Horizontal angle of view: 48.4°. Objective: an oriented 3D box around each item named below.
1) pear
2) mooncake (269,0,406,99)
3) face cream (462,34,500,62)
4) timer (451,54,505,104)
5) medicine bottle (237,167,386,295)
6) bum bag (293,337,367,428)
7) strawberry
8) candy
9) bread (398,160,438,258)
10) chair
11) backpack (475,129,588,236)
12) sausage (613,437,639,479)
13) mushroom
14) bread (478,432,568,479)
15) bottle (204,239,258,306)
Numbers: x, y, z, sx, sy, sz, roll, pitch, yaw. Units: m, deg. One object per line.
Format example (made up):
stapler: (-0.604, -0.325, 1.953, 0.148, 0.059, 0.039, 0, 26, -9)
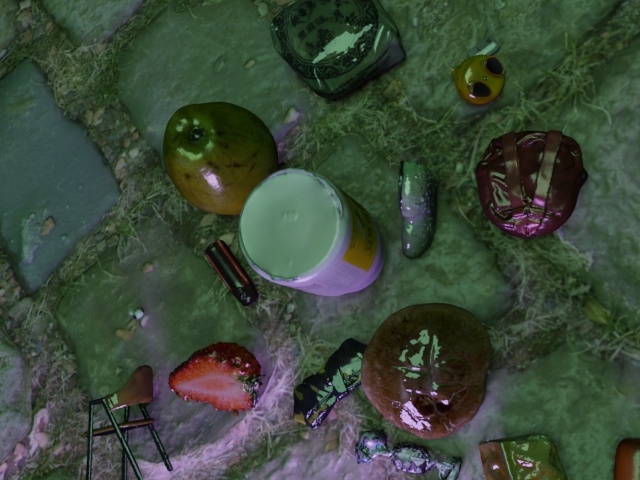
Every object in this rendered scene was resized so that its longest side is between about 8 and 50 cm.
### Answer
pear: (-0.221, -0.183, 1.562, 0.252, 0.307, 0.253, -4, 73, 13)
mooncake: (0.035, -0.460, 1.609, 0.254, 0.136, 0.250, -37, 69, 9)
face cream: (0.349, -0.411, 1.559, 0.083, 0.021, 0.040, -35, 73, 10)
timer: (0.337, -0.344, 1.529, 0.107, 0.109, 0.107, -1, 98, -7)
medicine bottle: (0.000, 0.000, 1.420, 0.213, 0.378, 0.214, -3, 81, 17)
bum bag: (0.027, 0.308, 1.534, 0.232, 0.060, 0.107, -41, 63, 6)
strawberry: (-0.221, 0.290, 1.602, 0.235, 0.107, 0.175, 16, 124, 20)
candy: (0.179, 0.452, 1.471, 0.226, 0.051, 0.094, 9, 95, 21)
bread: (0.209, -0.076, 1.500, 0.064, 0.172, 0.232, 5, 127, 18)
chair: (-0.443, 0.426, 1.616, 0.172, 0.159, 0.247, -19, 78, 11)
backpack: (0.419, -0.112, 1.427, 0.229, 0.139, 0.229, -4, 76, 16)
sausage: (0.582, 0.467, 1.323, 0.076, 0.076, 0.198, 7, 84, 19)
mushroom: (0.218, 0.261, 1.433, 0.278, 0.146, 0.278, 0, 90, 8)
bread: (0.405, 0.499, 1.349, 0.152, 0.130, 0.268, -31, 70, 49)
bottle: (-0.203, 0.078, 1.643, 0.060, 0.060, 0.164, -40, 73, 9)
